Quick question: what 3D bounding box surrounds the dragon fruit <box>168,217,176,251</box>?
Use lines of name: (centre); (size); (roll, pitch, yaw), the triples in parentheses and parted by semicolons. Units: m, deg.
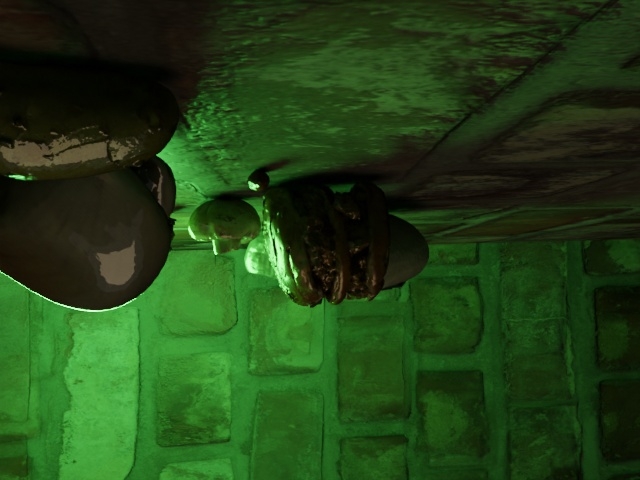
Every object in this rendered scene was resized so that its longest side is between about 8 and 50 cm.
dragon fruit: (-0.395, -0.016, 1.482); (0.142, 0.138, 0.175); (-38, 137, 3)

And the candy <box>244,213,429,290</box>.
candy: (0.055, 0.014, 1.478); (0.427, 0.186, 0.386); (-2, -175, -37)

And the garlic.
garlic: (-0.271, -0.060, 0.758); (0.246, 0.231, 0.340); (43, 137, -16)

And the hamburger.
hamburger: (0.008, 0.005, 1.162); (0.211, 0.245, 0.260); (-9, -148, -11)

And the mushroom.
mushroom: (-0.195, -0.030, 1.299); (0.148, 0.112, 0.148); (-10, 179, 0)

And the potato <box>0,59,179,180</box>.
potato: (-0.214, -0.102, 0.536); (0.188, 0.085, 0.105); (-6, 139, -17)

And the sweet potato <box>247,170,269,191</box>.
sweet potato: (-0.100, -0.095, 1.016); (0.034, 0.034, 0.095); (-1, -174, -16)
